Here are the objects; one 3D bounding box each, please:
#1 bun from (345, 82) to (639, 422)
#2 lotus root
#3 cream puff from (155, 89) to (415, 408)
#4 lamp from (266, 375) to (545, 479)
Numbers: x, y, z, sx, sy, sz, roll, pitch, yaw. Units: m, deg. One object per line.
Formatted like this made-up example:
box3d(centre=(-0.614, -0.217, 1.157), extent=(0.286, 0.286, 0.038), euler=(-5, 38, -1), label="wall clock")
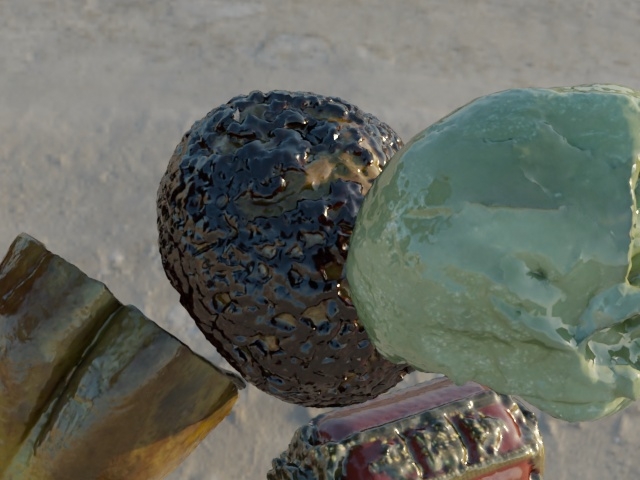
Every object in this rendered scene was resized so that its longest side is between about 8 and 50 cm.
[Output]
box3d(centre=(0.125, 0.021, 0.607), extent=(0.213, 0.203, 0.126), euler=(-15, 32, -10), label="bun")
box3d(centre=(-0.190, 0.117, 0.846), extent=(0.188, 0.199, 0.180), euler=(25, 70, 40), label="lotus root")
box3d(centre=(0.000, 0.000, 0.802), extent=(0.165, 0.239, 0.239), euler=(-32, 21, 24), label="cream puff")
box3d(centre=(0.085, 0.228, 1.070), extent=(0.274, 0.177, 0.177), euler=(-12, 36, -30), label="lamp")
